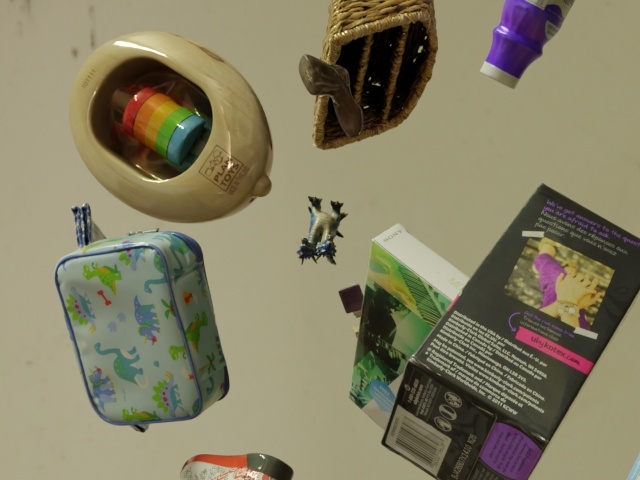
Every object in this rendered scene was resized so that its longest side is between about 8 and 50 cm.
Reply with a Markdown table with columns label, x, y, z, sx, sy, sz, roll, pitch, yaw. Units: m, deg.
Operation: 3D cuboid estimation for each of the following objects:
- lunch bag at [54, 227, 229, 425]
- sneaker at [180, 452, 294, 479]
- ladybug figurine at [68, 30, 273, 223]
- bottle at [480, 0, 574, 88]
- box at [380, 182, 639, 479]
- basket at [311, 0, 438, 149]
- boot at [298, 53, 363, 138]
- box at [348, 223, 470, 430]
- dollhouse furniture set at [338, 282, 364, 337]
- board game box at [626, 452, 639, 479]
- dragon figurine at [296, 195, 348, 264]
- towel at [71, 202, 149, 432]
| label | x | y | z | sx | sy | sz | roll | pitch | yaw |
| --- | --- | --- | --- | --- | --- | --- | --- | --- | --- |
| lunch bag | -0.209 | 0.101 | 1.343 | 0.176 | 0.219 | 0.090 | -10 | 10 | 27 |
| sneaker | -0.154 | 0.398 | 1.712 | 0.090 | 0.145 | 0.270 | 38 | -32 | -23 |
| ladybug figurine | -0.246 | -0.187 | 2.026 | 0.305 | 0.449 | 0.162 | -55 | -27 | 5 |
| bottle | 0.357 | -0.387 | 1.898 | 0.118 | 0.092 | 0.283 | 9 | -68 | -61 |
| box | 0.195 | 0.104 | 1.124 | 0.143 | 0.270 | 0.165 | 31 | -37 | 15 |
| basket | 0.107 | -0.321 | 2.132 | 0.213 | 0.223 | 0.299 | 8 | -40 | -4 |
| boot | 0.013 | -0.189 | 1.530 | 0.037 | 0.106 | 0.114 | -21 | -8 | 22 |
| box | 0.147 | 0.165 | 1.542 | 0.058 | 0.232 | 0.322 | -28 | -38 | -34 |
| dollhouse furniture set | 0.095 | 0.090 | 1.854 | 0.114 | 0.091 | 0.081 | -20 | 15 | 6 |
| board game box | 0.452 | 0.369 | 1.336 | 0.141 | 0.232 | 0.291 | 30 | -8 | -7 |
| dragon figurine | 0.000 | 0.000 | 2.336 | 0.085 | 0.144 | 0.289 | 13 | -12 | 2 |
| towel | -0.326 | 0.129 | 1.838 | 0.040 | 0.336 | 0.243 | -13 | -17 | -2 |
